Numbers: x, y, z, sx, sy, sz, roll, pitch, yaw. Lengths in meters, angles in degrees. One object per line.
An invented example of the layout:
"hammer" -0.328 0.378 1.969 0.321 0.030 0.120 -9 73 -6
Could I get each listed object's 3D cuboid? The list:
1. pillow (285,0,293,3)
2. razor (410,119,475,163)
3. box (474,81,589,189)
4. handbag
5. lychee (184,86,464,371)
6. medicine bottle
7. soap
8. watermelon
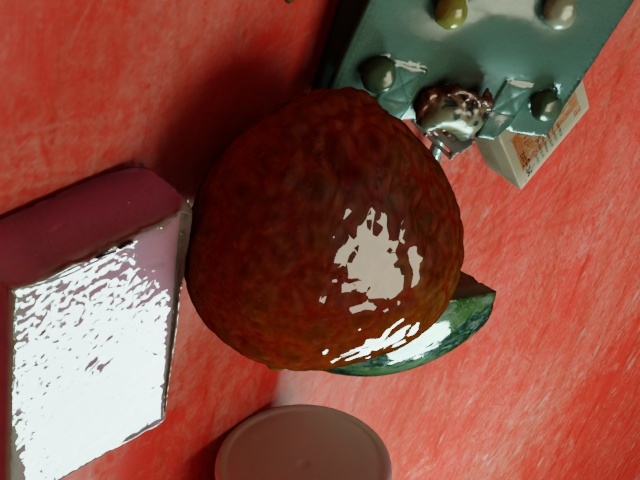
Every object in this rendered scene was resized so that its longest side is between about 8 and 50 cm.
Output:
"pillow" -0.033 -0.266 1.002 0.113 0.038 0.203 -54 152 1
"razor" 0.122 -0.084 1.451 0.040 0.068 0.135 -34 160 -26
"box" 0.234 -0.161 1.516 0.141 0.058 0.201 -49 153 -7
"handbag" 0.155 -0.213 1.192 0.268 0.100 0.274 3 127 -30
"lychee" 0.000 0.000 1.153 0.255 0.255 0.300 -30 157 -37
"medicine bottle" -0.021 0.366 1.541 0.241 0.241 0.302 -30 136 -37
"soap" -0.205 0.081 1.097 0.181 0.081 0.259 -28 145 -37
"watermelon" 0.045 0.067 1.413 0.256 0.176 0.260 -24 179 43
